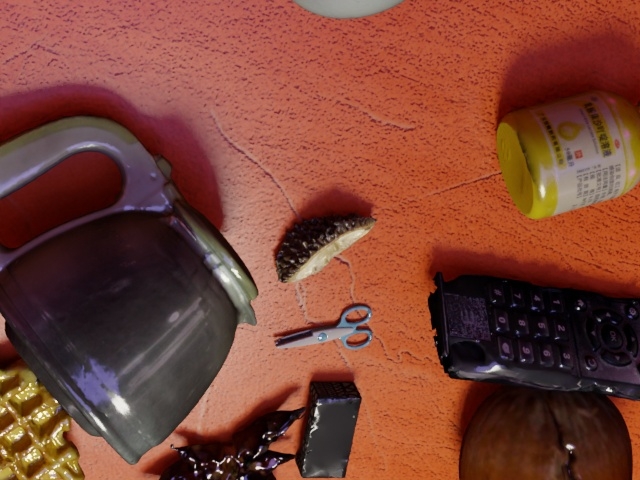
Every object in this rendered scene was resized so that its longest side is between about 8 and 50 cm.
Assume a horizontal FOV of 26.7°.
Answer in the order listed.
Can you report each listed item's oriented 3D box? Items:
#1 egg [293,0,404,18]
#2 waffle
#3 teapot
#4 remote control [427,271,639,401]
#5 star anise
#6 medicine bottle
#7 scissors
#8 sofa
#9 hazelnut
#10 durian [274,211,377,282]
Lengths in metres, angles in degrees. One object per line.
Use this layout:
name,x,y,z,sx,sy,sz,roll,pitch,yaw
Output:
egg,0.054,-0.329,1.256,0.183,0.183,0.264,33,98,-28
waffle,-0.359,0.230,1.502,0.219,0.057,0.229,-32,122,2
teapot,-0.213,0.042,1.392,0.239,0.321,0.239,-40,162,-11
remote control,0.307,0.127,1.599,0.398,0.145,0.062,10,148,-23
star anise,-0.101,0.286,1.607,0.212,0.053,0.157,-19,119,-8
medicine bottle,0.311,-0.106,1.480,0.212,0.122,0.122,-16,120,-8
scissors,0.004,0.110,1.568,0.119,0.014,0.058,-12,119,-14
sofa,0.008,0.227,1.617,0.060,0.039,0.118,2,116,-18
hazelnut,0.275,0.270,1.637,0.212,0.181,0.181,3,136,-7
durian,0.004,0.007,1.493,0.130,0.052,0.066,-35,123,3
